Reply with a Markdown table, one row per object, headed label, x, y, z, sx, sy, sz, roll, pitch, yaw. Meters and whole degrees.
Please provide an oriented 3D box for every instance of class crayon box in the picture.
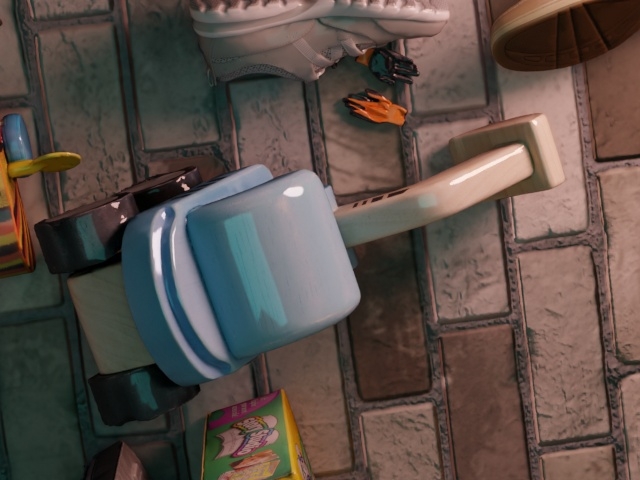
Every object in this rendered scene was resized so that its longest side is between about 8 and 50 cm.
| label | x | y | z | sx | sy | sz | roll | pitch | yaw |
| --- | --- | --- | --- | --- | --- | --- | --- | --- | --- |
| crayon box | -0.029 | 0.348 | 1.710 | 0.106 | 0.363 | 0.313 | -20 | 97 | -1 |

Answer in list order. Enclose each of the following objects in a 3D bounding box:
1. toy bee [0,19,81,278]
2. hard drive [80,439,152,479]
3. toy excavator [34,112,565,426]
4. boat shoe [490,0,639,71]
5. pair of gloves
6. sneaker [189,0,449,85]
| label | x | y | z | sx | sy | sz | roll | pitch | yaw |
| --- | --- | --- | --- | --- | --- | --- | --- | --- | --- |
| toy bee | -0.373 | -0.095 | 1.738 | 0.195 | 0.162 | 0.298 | -31 | 98 | 2 |
| hard drive | -0.148 | 0.389 | 1.772 | 0.064 | 0.237 | 0.339 | -33 | 97 | 0 |
| toy excavator | 0.000 | 0.000 | 1.724 | 0.445 | 0.433 | 0.222 | -14 | 98 | 26 |
| boat shoe | 0.313 | -0.282 | 1.798 | 0.302 | 0.109 | 0.098 | -26 | 58 | 0 |
| pair of gloves | 0.067 | -0.171 | 1.832 | 0.074 | 0.010 | 0.083 | 17 | 93 | -4 |
| sneaker | -0.001 | -0.228 | 1.794 | 0.281 | 0.105 | 0.115 | -4 | 126 | -5 |
